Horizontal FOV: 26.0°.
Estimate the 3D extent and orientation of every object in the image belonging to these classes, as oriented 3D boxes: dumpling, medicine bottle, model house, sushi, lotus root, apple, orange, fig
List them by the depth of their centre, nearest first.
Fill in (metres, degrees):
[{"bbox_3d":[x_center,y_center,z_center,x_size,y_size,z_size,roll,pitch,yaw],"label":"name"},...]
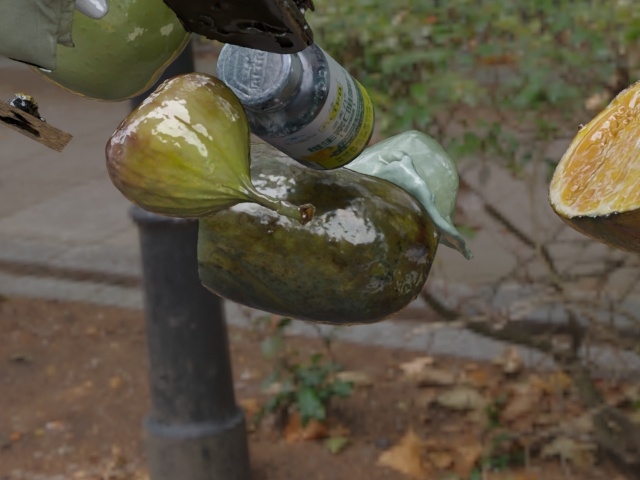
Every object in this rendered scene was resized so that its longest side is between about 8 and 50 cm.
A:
[{"bbox_3d":[-0.085,-0.278,1.290,0.141,0.164,0.203,-1,-12,7],"label":"model house"},{"bbox_3d":[-0.116,-0.085,1.405,0.160,0.143,0.230,-42,35,-19],"label":"fig"},{"bbox_3d":[0.429,-0.103,1.765,0.310,0.274,0.274,17,26,35],"label":"orange"},{"bbox_3d":[-0.034,-0.188,1.808,0.141,0.141,0.293,1,-10,20],"label":"medicine bottle"},{"bbox_3d":[-0.395,-0.172,1.862,0.139,0.031,0.201,27,-10,-14],"label":"sushi"},{"bbox_3d":[0.000,0.000,2.077,0.346,0.251,0.250,13,18,5],"label":"lotus root"},{"bbox_3d":[-0.344,-0.402,2.148,0.357,0.357,0.357,-5,16,1],"label":"apple"},{"bbox_3d":[0.140,-0.081,2.298,0.270,0.212,0.321,13,25,5],"label":"dumpling"}]

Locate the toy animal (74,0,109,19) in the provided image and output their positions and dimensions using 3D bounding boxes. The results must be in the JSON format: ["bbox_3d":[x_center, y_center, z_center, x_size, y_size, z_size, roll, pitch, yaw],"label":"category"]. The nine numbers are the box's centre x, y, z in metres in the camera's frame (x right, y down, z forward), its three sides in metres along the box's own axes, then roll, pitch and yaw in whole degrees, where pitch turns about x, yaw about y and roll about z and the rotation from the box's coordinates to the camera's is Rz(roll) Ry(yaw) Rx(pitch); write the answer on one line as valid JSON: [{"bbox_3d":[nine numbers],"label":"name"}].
[{"bbox_3d":[-0.292,-0.345,1.479,0.104,0.221,0.131,-44,21,14],"label":"toy animal"}]

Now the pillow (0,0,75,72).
[{"bbox_3d":[-0.316,-0.237,1.300,0.181,0.134,0.078,17,45,-6],"label":"pillow"}]
